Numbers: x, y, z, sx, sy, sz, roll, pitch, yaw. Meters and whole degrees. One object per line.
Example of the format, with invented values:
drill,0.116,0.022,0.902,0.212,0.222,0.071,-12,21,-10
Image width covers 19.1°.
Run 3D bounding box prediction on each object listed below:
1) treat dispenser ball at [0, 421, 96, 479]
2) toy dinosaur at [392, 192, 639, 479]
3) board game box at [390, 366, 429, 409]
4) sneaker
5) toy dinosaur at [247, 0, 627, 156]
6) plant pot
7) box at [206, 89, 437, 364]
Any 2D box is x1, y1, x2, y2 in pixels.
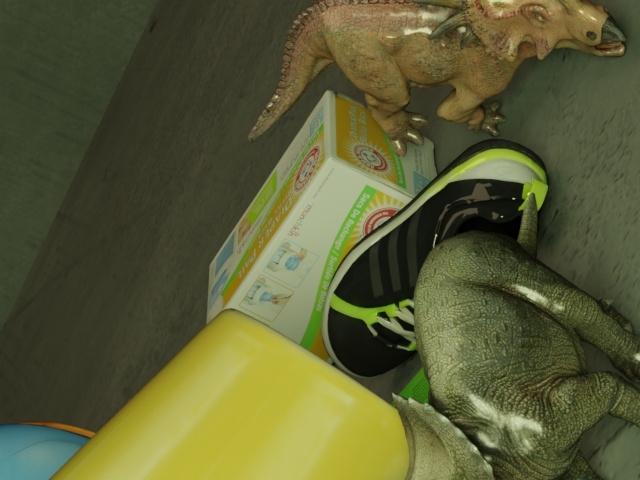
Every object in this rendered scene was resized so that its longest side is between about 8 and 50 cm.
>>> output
treat dispenser ball,-0.228,0.285,1.490,0.288,0.288,0.288,-54,20,30
toy dinosaur,0.108,0.059,1.043,0.121,0.160,0.313,-45,26,46
board game box,0.092,0.108,1.217,0.181,0.043,0.092,-53,20,32
sneaker,0.074,0.027,1.317,0.234,0.084,0.097,-53,22,32
toy dinosaur,0.070,-0.154,1.362,0.200,0.296,0.127,41,-138,-69
plant pot,-0.054,0.180,1.116,0.239,0.254,0.254,-56,16,-6
box,0.000,0.000,1.538,0.203,0.103,0.114,-55,19,27
